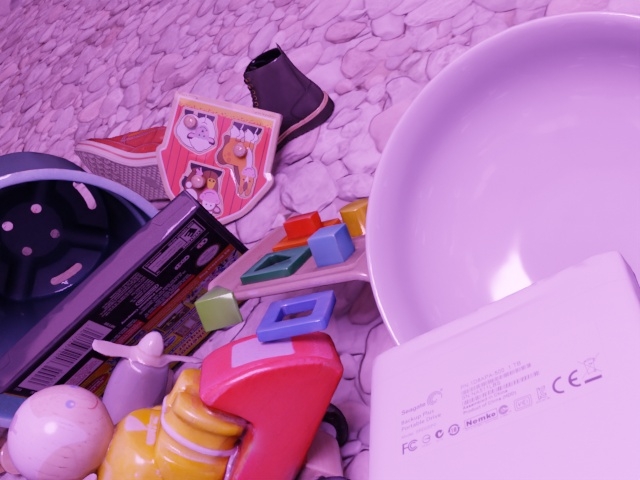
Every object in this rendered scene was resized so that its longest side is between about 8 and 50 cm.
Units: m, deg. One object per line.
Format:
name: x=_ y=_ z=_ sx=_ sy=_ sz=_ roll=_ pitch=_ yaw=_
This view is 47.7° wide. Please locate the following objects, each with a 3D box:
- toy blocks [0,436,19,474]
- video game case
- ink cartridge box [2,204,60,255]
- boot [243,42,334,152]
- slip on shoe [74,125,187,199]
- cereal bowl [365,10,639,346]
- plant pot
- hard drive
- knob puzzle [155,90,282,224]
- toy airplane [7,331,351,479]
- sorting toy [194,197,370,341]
toy blocks: x=-0.483 y=0.337 z=1.021 sx=0.148 sy=0.054 sz=0.123 roll=-13 pitch=49 yaw=33
video game case: x=-0.200 y=0.088 z=0.840 sx=0.275 sy=0.248 sz=0.035 roll=-43 pitch=66 yaw=-3
ink cartridge box: x=-0.540 y=0.004 z=1.348 sx=0.198 sy=0.067 sz=0.115 roll=-27 pitch=43 yaw=23
boot: x=-0.098 y=-0.199 z=1.086 sx=0.198 sy=0.137 sz=0.077 roll=-33 pitch=41 yaw=15
slip on shoe: x=-0.290 y=-0.138 z=1.221 sx=0.331 sy=0.123 sz=0.101 roll=6 pitch=53 yaw=37
cereal bowl: x=0.214 y=-0.002 z=0.598 sx=0.339 sy=0.141 sz=0.339 roll=-3 pitch=84 yaw=31
plant pot: x=-0.394 y=0.031 z=1.022 sx=0.341 sy=0.341 sz=0.334 roll=-48 pitch=31 yaw=-4
hard drive: x=0.119 y=0.163 z=0.426 sx=0.210 sy=0.040 sz=0.318 roll=-30 pitch=31 yaw=27
knob puzzle: x=-0.159 y=-0.108 z=1.060 sx=0.213 sy=0.030 sz=0.213 roll=1 pitch=94 yaw=15
toy airplane: x=-0.178 y=0.244 z=0.664 sx=0.386 sy=0.272 sz=0.384 roll=-21 pitch=31 yaw=51
sorting toy: x=0.000 y=0.000 z=0.762 sx=0.196 sy=0.047 sz=0.348 roll=-8 pitch=19 yaw=28
